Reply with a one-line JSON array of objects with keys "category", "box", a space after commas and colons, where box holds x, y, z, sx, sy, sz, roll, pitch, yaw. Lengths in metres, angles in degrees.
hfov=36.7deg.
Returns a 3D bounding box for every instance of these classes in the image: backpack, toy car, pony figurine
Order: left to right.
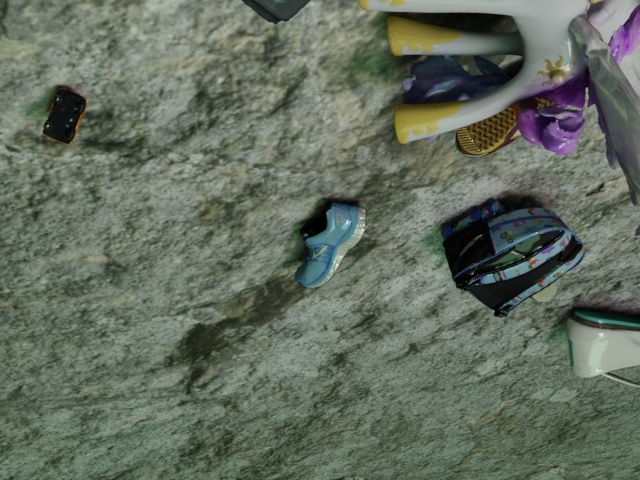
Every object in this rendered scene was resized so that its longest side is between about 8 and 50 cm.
[{"category": "toy car", "box": [-0.315, -0.139, 1.056, 0.122, 0.060, 0.040, 5, -173, 0]}, {"category": "backpack", "box": [0.281, 0.012, 1.387, 0.173, 0.116, 0.158, -31, 141, 23]}, {"category": "pony figurine", "box": [0.248, -0.200, 0.991, 0.364, 0.302, 0.351, -6, 135, 16]}]

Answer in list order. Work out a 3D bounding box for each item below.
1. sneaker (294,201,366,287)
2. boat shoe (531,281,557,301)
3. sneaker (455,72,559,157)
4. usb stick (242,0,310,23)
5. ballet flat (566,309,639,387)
[{"category": "sneaker", "box": [0.000, 0.000, 1.337, 0.073, 0.063, 0.162, 21, 129, -16]}, {"category": "boat shoe", "box": [0.325, 0.068, 1.545, 0.137, 0.049, 0.043, 12, 179, -36]}, {"category": "sneaker", "box": [0.245, -0.167, 1.187, 0.186, 0.069, 0.084, -30, 176, 2]}, {"category": "usb stick", "box": [0.031, -0.312, 0.918, 0.278, 0.045, 0.077, -36, 135, 29]}, {"category": "ballet flat", "box": [0.612, 0.200, 1.735, 0.400, 0.139, 0.139, 4, 141, -20]}]
